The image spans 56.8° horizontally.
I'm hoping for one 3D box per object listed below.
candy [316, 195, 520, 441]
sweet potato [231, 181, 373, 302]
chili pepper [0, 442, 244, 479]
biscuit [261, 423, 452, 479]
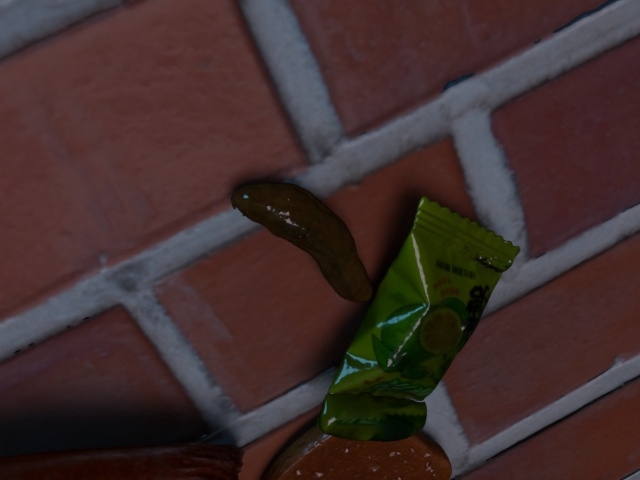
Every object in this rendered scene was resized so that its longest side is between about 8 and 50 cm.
[{"bbox_3d":[0.096,0.087,0.591,0.149,0.069,0.246,17,108,-36],"label":"candy"},{"bbox_3d":[0.002,0.000,0.541,0.182,0.053,0.054,43,57,-31],"label":"sweet potato"},{"bbox_3d":[-0.210,0.312,0.519,0.306,0.229,0.251,1,81,-17],"label":"chili pepper"},{"bbox_3d":[0.039,0.274,0.687,0.186,0.036,0.192,-45,119,9],"label":"biscuit"}]
